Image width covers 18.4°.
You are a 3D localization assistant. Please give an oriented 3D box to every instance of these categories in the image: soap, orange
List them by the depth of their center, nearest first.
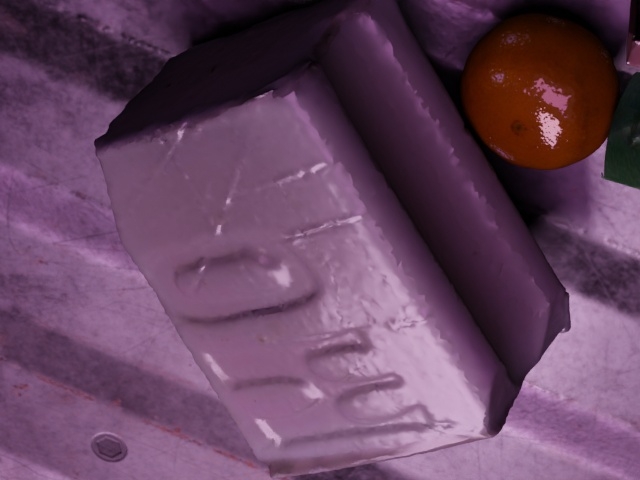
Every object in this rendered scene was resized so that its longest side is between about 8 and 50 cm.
[{"bbox_3d":[0.213,-0.144,1.893,0.156,0.124,0.156,19,135,20],"label":"orange"},{"bbox_3d":[0.000,0.000,1.943,0.350,0.213,0.435,-9,121,39],"label":"soap"}]

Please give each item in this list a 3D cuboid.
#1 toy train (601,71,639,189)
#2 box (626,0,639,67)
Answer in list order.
[{"bbox_3d":[0.417,-0.070,1.802,0.202,0.301,0.120,10,97,-37],"label":"toy train"},{"bbox_3d":[0.385,-0.206,1.754,0.215,0.215,0.086,12,117,5],"label":"box"}]
